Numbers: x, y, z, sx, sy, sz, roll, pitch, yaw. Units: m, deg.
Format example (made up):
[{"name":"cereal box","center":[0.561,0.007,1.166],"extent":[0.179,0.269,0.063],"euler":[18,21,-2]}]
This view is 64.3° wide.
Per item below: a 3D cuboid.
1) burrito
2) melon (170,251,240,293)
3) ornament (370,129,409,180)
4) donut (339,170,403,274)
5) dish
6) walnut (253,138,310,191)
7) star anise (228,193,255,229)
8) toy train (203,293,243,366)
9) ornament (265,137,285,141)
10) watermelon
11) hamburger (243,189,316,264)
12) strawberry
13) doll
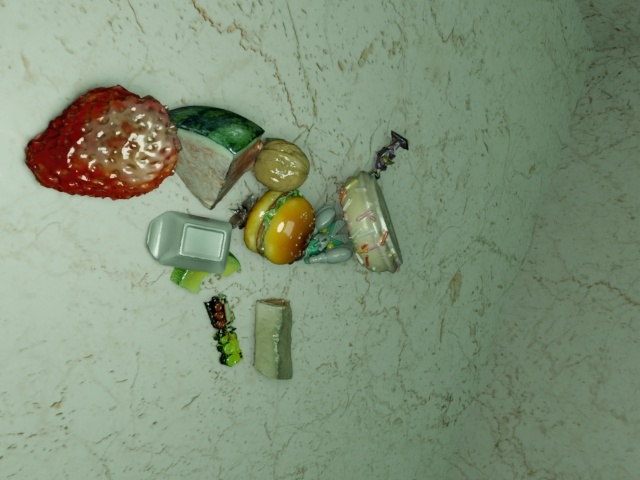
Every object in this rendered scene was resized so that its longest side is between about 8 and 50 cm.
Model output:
[{"name":"burrito","center":[-0.152,0.343,1.719],"extent":[0.143,0.105,0.300],"euler":[-12,108,-46]},{"name":"melon","center":[-0.336,0.080,1.499],"extent":[0.209,0.064,0.118],"euler":[-36,129,-29]},{"name":"ornament","center":[0.252,-0.311,1.961],"extent":[0.203,0.088,0.081],"euler":[-56,158,-1]},{"name":"donut","center":[0.175,-0.053,1.790],"extent":[0.382,0.142,0.383],"euler":[-19,90,-78]},{"name":"dish","center":[-0.355,0.003,1.405],"extent":[0.234,0.064,0.154],"euler":[11,84,-26]},{"name":"walnut","center":[-0.113,-0.217,1.492],"extent":[0.167,0.166,0.149],"euler":[-53,173,-20]},{"name":"star anise","center":[-0.227,-0.086,1.553],"extent":[0.124,0.056,0.129],"euler":[10,109,-43]},{"name":"toy train","center":[-0.300,0.281,1.595],"extent":[0.085,0.053,0.250],"euler":[-32,122,-44]},{"name":"ornament","center":[-0.144,-0.239,1.589],"extent":[0.081,0.074,0.156],"euler":[-5,107,-29]},{"name":"watermelon","center":[-0.314,-0.255,1.395],"extent":[0.250,0.292,0.283],"euler":[47,30,3]},{"name":"hamburger","center":[-0.109,-0.039,1.562],"extent":[0.246,0.169,0.246],"euler":[-53,160,-28]},{"name":"strawberry","center":[-0.488,-0.204,1.162],"extent":[0.336,0.149,0.265],"euler":[-22,116,-17]},{"name":"doll","center":[0.012,0.016,1.751],"extent":[0.195,0.153,0.258],"euler":[45,70,-24]}]
